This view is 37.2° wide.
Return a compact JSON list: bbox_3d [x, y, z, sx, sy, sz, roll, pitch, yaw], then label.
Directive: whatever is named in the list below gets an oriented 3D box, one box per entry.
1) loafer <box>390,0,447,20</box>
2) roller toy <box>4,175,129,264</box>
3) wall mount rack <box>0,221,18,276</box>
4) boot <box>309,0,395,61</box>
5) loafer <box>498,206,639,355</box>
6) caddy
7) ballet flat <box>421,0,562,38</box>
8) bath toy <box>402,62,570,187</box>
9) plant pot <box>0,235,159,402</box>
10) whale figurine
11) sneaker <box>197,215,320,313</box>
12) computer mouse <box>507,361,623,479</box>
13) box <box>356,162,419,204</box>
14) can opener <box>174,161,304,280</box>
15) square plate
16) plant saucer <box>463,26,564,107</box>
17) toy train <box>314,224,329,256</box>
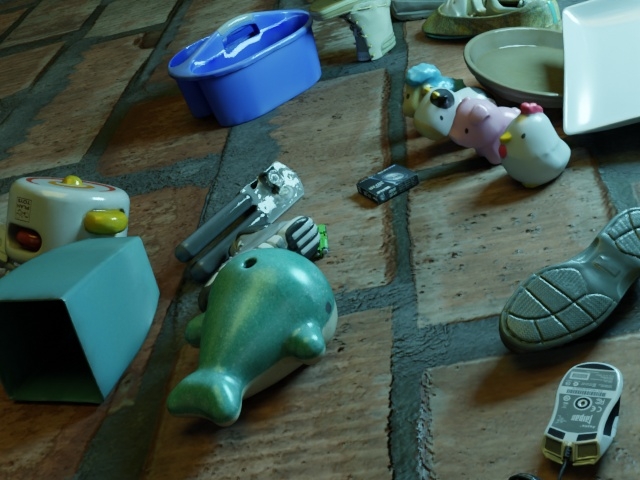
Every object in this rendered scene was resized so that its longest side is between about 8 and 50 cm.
[{"bbox_3d":[0.305,-0.581,2.169,0.320,0.111,0.112,-5,33,21],"label":"loafer"},{"bbox_3d":[-0.411,-0.033,1.548,0.191,0.146,0.209,6,9,-11],"label":"roller toy"},{"bbox_3d":[-0.634,-0.013,1.610,0.130,0.350,0.304,-49,29,15],"label":"wall mount rack"},{"bbox_3d":[0.076,-0.459,2.037,0.213,0.165,0.077,-28,37,-29],"label":"boot"},{"bbox_3d":[0.322,0.063,1.163,0.268,0.084,0.096,-34,65,-20],"label":"loafer"},{"bbox_3d":[-0.162,-0.392,2.040,0.341,0.179,0.241,-34,35,-26],"label":"caddy"},{"bbox_3d":[0.348,-0.481,1.983,0.123,0.123,0.349,-37,35,-29],"label":"ballet flat"},{"bbox_3d":[0.261,-0.196,1.549,0.151,0.129,0.348,-26,32,-14],"label":"bath toy"},{"bbox_3d":[-0.343,0.093,1.364,0.166,0.165,0.234,-3,28,24],"label":"plant pot"},{"bbox_3d":[-0.095,0.113,1.215,0.216,0.141,0.272,5,38,33],"label":"whale figurine"},{"bbox_3d":[-0.114,0.042,1.418,0.229,0.086,0.132,-36,24,-33],"label":"sneaker"},{"bbox_3d":[0.268,0.205,0.977,0.106,0.042,0.193,1,40,37],"label":"computer mouse"},{"bbox_3d":[0.111,-0.094,1.567,0.083,0.018,0.067,-28,31,-17],"label":"box"},{"bbox_3d":[-0.135,-0.031,1.567,0.283,0.076,0.095,-44,7,-36],"label":"can opener"},{"bbox_3d":[0.563,-0.305,1.522,0.344,0.049,0.347,-10,44,23],"label":"square plate"},{"bbox_3d":[0.389,-0.304,1.678,0.278,0.041,0.277,2,35,-1],"label":"plant saucer"},{"bbox_3d":[0.000,0.000,1.474,0.024,0.017,0.083,-5,31,0],"label":"toy train"}]
